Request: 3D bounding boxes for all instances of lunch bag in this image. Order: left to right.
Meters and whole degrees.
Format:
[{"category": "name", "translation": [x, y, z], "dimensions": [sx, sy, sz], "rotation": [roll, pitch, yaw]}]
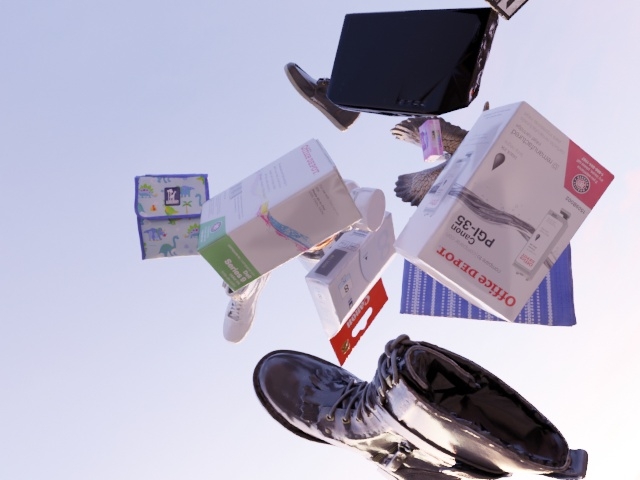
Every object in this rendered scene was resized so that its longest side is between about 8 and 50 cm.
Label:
[{"category": "lunch bag", "translation": [-0.265, -0.047, 0.773], "dimensions": [0.129, 0.096, 0.151], "rotation": [-4, -76, -14]}]

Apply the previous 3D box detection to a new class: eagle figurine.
[{"category": "eagle figurine", "translation": [0.357, -0.229, 1.163], "dimensions": [0.298, 0.226, 0.225], "rotation": [-16, -18, -21]}]

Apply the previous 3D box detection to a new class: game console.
[{"category": "game console", "translation": [0.135, -0.344, 0.550], "dimensions": [0.044, 0.213, 0.361], "rotation": [3, -77, -54]}]

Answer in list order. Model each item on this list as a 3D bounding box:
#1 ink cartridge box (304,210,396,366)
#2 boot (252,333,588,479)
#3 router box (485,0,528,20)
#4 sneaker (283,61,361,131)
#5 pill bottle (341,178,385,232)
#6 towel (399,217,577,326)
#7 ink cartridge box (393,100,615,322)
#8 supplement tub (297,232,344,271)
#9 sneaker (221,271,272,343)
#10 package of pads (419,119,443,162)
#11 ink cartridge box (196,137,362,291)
[{"category": "ink cartridge box", "translation": [0.124, 0.150, 1.207], "dimensions": [0.308, 0.091, 0.384], "rotation": [-47, -46, -33]}, {"category": "boot", "translation": [0.053, 0.139, 0.379], "dimensions": [0.091, 0.263, 0.229], "rotation": [-58, -15, -33]}, {"category": "router box", "translation": [0.131, -0.302, 0.397], "dimensions": [0.133, 0.178, 0.046], "rotation": [24, -43, -25]}, {"category": "sneaker", "translation": [0.023, -0.384, 1.040], "dimensions": [0.222, 0.083, 0.118], "rotation": [37, -60, -22]}, {"category": "pill bottle", "translation": [0.035, -0.088, 1.036], "dimensions": [0.131, 0.229, 0.131], "rotation": [-26, -59, -53]}, {"category": "towel", "translation": [0.348, 0.057, 0.898], "dimensions": [0.040, 0.336, 0.243], "rotation": [59, -143, -57]}, {"category": "ink cartridge box", "translation": [0.289, -0.042, 0.686], "dimensions": [0.207, 0.117, 0.283], "rotation": [33, -88, -12]}, {"category": "supplement tub", "translation": [0.000, 0.000, 1.482], "dimensions": [0.207, 0.207, 0.338], "rotation": [-44, -20, -7]}, {"category": "sneaker", "translation": [-0.259, 0.183, 1.287], "dimensions": [0.292, 0.108, 0.169], "rotation": [-70, -19, 1]}, {"category": "package of pads", "translation": [0.243, -0.217, 0.925], "dimensions": [0.032, 0.050, 0.083], "rotation": [-5, -97, -13]}, {"category": "ink cartridge box", "translation": [-0.063, -0.044, 0.618], "dimensions": [0.212, 0.154, 0.093], "rotation": [-32, -60, 6]}]
